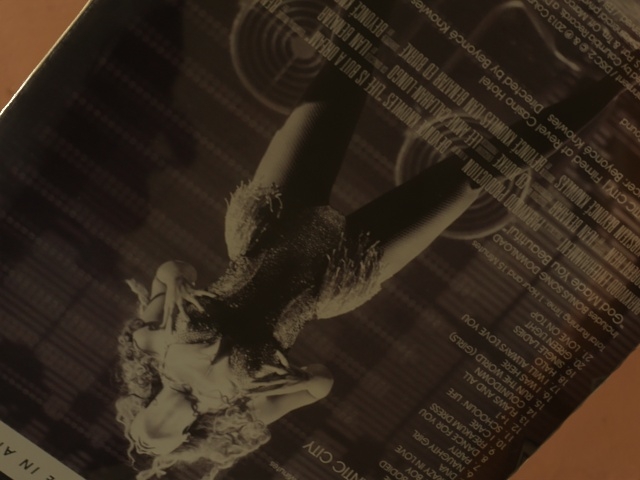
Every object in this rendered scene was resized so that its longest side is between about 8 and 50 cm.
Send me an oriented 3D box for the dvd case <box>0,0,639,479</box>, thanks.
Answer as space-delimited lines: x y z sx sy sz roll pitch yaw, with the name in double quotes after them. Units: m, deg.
0.000 0.000 0.349 0.164 0.018 0.221 38 -78 -14 "dvd case"
